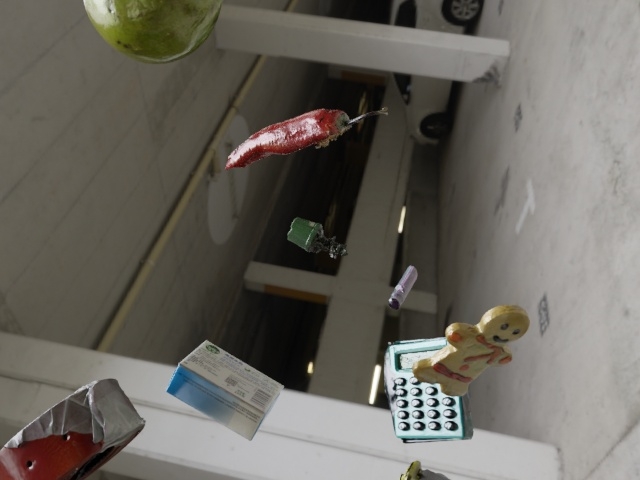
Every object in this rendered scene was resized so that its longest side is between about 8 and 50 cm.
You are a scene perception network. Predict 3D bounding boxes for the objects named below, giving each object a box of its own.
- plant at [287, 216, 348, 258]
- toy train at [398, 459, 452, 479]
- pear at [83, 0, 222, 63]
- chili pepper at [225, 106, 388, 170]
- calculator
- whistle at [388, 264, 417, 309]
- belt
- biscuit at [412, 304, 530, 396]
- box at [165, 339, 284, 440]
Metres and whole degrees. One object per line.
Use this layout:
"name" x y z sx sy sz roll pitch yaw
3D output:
"plant" 0.000 0.000 0.961 0.051 0.102 0.051 -63 -9 -17
"toy train" 0.054 0.220 0.402 0.202 0.060 0.081 -8 -67 -64
"pear" -0.272 -0.396 0.975 0.212 0.269 0.212 -16 -68 -45
"chili pepper" -0.034 -0.139 0.799 0.059 0.268 0.050 -47 -60 -50
"calculator" 0.274 0.389 1.561 0.058 0.248 0.273 12 -111 -41
"whistle" 0.197 0.109 1.405 0.176 0.033 0.033 -46 -33 -57
"belt" -0.447 0.366 1.084 0.324 0.115 0.227 -43 -11 29
"biscuit" 0.275 0.197 1.067 0.234 0.153 0.030 -46 32 27
"box" -0.187 0.295 1.196 0.073 0.194 0.139 -63 -6 13
